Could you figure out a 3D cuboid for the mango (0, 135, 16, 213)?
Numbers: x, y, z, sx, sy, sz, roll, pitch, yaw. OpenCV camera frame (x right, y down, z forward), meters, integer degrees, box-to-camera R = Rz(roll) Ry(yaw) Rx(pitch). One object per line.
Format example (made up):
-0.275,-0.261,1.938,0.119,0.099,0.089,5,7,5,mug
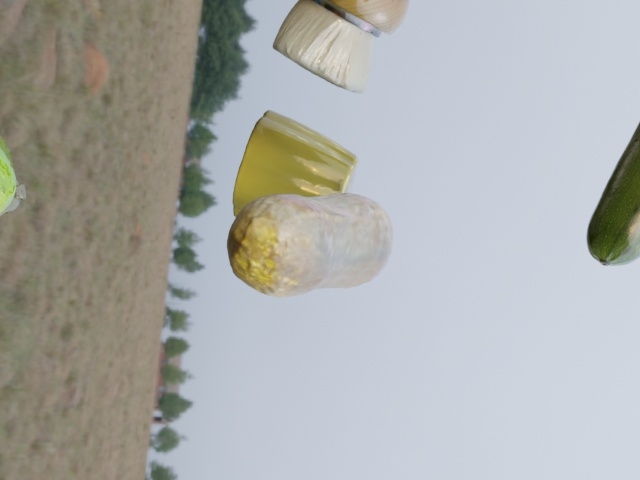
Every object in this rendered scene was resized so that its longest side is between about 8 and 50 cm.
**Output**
-0.397,-0.072,0.850,0.232,0.111,0.126,30,-47,49,mango

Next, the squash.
0.309,-0.085,0.673,0.252,0.066,0.066,-60,-173,-10,squash

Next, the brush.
0.012,-0.343,1.152,0.166,0.174,0.267,-61,-153,17,brush

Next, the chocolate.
0.000,0.000,0.970,0.309,0.134,0.134,0,98,-58,chocolate

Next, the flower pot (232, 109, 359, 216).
-0.036,-0.107,1.306,0.195,0.179,0.195,18,90,-85,flower pot

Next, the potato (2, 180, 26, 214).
-0.551,-0.067,1.123,0.117,0.225,0.090,-45,-117,30,potato
